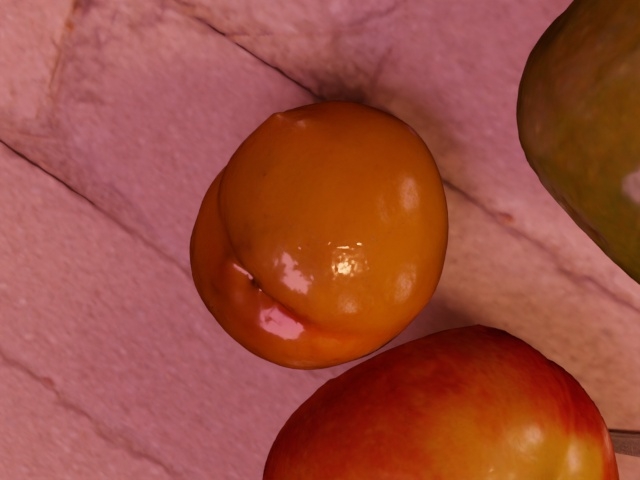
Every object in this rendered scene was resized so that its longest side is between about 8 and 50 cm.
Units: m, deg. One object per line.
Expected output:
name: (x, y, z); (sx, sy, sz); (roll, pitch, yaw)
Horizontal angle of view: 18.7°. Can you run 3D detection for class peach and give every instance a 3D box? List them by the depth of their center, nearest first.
peach: (0.000, 0.000, 0.987); (0.138, 0.138, 0.138); (18, 130, 22)
peach: (0.060, 0.132, 1.018); (0.192, 0.190, 0.190); (32, 146, 59)

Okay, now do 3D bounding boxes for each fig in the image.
fig: (0.182, -0.061, 0.801); (0.167, 0.167, 0.233); (43, 143, -2)

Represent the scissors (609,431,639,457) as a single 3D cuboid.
scissors: (0.211, 0.114, 1.016); (0.189, 0.015, 0.100); (6, 124, 33)
